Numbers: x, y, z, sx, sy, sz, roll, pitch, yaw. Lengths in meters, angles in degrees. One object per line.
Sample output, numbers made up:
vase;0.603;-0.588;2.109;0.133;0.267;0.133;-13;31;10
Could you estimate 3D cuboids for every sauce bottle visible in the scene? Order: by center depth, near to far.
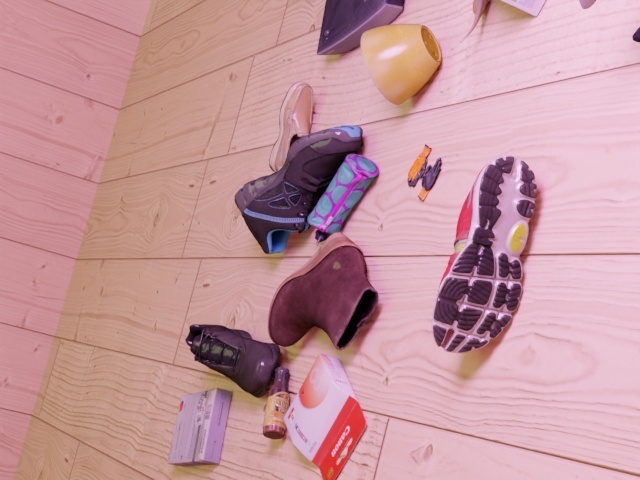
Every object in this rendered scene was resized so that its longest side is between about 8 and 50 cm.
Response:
sauce bottle;-0.075;0.283;2.029;0.042;0.042;0.128;-39;37;49

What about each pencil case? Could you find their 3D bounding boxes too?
pencil case;0.039;-0.079;2.015;0.151;0.065;0.070;-57;13;29

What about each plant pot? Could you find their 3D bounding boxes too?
plant pot;0.142;-0.303;1.907;0.095;0.134;0.134;-23;49;27

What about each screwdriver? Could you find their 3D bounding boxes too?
screwdriver;0.000;0.000;2.021;0.024;0.025;0.170;-24;10;6

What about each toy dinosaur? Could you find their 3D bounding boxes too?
toy dinosaur;0.255;-0.390;1.821;0.092;0.053;0.183;114;167;-50

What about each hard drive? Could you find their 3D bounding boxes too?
hard drive;0.083;-0.455;2.190;0.255;0.054;0.171;-24;52;58

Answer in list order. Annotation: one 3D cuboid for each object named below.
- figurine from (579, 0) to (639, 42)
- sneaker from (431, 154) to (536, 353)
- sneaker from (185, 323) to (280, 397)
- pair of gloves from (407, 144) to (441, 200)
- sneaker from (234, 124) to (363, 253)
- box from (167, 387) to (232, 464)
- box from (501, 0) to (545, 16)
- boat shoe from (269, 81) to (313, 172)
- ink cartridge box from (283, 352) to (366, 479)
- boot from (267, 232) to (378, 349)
figurine;0.388;-0.323;1.317;0.209;0.215;0.092;-56;1;39
sneaker;0.221;0.021;1.574;0.118;0.107;0.279;172;118;-83
sneaker;-0.172;0.218;2.169;0.286;0.130;0.109;9;79;64
pair of gloves;0.165;-0.109;1.844;0.074;0.010;0.083;-63;27;17
sneaker;-0.021;-0.096;2.131;0.341;0.125;0.139;-38;68;45
box;-0.243;0.376;2.316;0.186;0.038;0.145;-22;54;57
box;0.298;-0.446;1.676;0.203;0.114;0.103;-63;28;21
boat shoe;-0.043;-0.217;2.290;0.072;0.068;0.189;27;108;52
ink cartridge box;0.004;0.291;1.865;0.145;0.045;0.179;-62;24;21
boot;-0.002;0.121;1.932;0.248;0.090;0.207;-58;26;20
